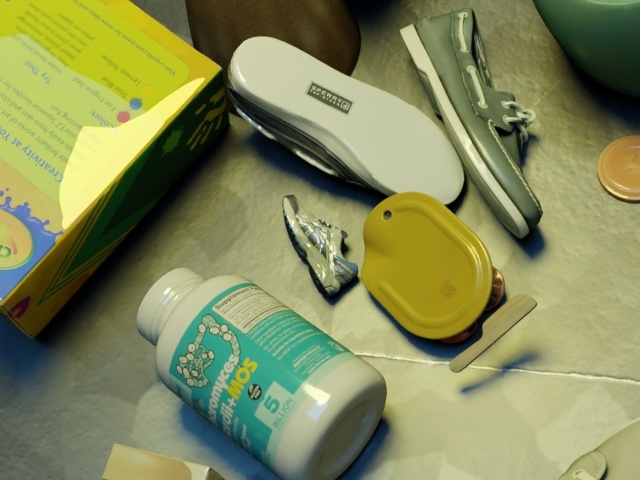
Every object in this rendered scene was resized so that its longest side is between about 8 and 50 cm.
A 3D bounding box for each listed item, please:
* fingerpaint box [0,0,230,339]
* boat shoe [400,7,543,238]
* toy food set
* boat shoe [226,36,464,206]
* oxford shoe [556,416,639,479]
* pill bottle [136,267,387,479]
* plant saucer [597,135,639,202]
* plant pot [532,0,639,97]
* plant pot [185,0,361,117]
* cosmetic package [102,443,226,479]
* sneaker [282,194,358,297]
[{"bbox_3d":[-0.396,-0.167,1.260,0.444,0.163,0.371,36,74,11],"label":"fingerpaint box"},{"bbox_3d":[0.188,-0.146,1.186,0.099,0.116,0.320,-26,55,5],"label":"boat shoe"},{"bbox_3d":[0.136,0.043,1.137,0.128,0.071,0.218,-51,58,14],"label":"toy food set"},{"bbox_3d":[0.023,-0.122,1.216,0.301,0.102,0.108,28,66,-2],"label":"boat shoe"},{"bbox_3d":[0.233,0.288,0.947,0.449,0.130,0.169,-32,59,-4],"label":"oxford shoe"},{"bbox_3d":[-0.071,0.132,1.095,0.264,0.146,0.146,32,76,27],"label":"pill bottle"},{"bbox_3d":[0.352,-0.082,1.167,0.083,0.013,0.084,-6,62,11],"label":"plant saucer"},{"bbox_3d":[0.345,-0.309,1.097,0.292,0.235,0.293,-1,89,29],"label":"plant pot"},{"bbox_3d":[-0.078,-0.296,1.265,0.215,0.230,0.216,-6,63,12],"label":"plant pot"},{"bbox_3d":[-0.165,0.253,1.107,0.115,0.060,0.041,9,66,20],"label":"cosmetic package"},{"bbox_3d":[0.000,0.000,1.204,0.058,0.052,0.135,-25,67,-10],"label":"sneaker"}]
